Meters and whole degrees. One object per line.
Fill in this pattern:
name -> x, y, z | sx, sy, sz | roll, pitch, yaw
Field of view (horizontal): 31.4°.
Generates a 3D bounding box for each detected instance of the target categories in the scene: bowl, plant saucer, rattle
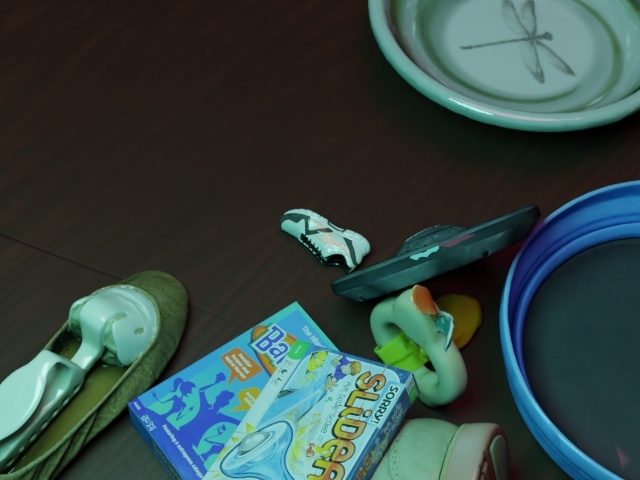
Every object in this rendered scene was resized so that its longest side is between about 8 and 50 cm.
bowl -> 0.373, 0.111, 1.159 | 0.391, 0.077, 0.391 | 2, 54, -2
plant saucer -> 0.257, -0.266, 1.454 | 0.400, 0.100, 0.400 | 2, 53, -2
rattle -> 0.134, 0.075, 1.136 | 0.143, 0.199, 0.130 | -19, 57, -16

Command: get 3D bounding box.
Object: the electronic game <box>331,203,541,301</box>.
electronic game -> 0.119, 0.010, 1.181 | 0.229, 0.229, 0.048 | -21, 88, -17

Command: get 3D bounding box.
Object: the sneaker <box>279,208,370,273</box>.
sneaker -> 0.000, 0.000, 1.283 | 0.109, 0.040, 0.043 | 23, 58, 14

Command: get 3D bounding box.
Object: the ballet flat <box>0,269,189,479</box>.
ballet flat -> -0.247, 0.131, 1.123 | 0.116, 0.124, 0.342 | 31, 58, 18

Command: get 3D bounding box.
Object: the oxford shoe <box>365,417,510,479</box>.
oxford shoe -> 0.051, 0.333, 1.009 | 0.146, 0.140, 0.397 | 5, 48, 28

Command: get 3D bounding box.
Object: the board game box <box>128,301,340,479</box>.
board game box -> -0.062, 0.176, 1.147 | 0.210, 0.047, 0.160 | -31, 61, -24

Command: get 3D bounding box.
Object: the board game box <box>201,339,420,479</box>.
board game box -> -0.013, 0.192, 1.060 | 0.136, 0.035, 0.201 | 12, 51, 31
